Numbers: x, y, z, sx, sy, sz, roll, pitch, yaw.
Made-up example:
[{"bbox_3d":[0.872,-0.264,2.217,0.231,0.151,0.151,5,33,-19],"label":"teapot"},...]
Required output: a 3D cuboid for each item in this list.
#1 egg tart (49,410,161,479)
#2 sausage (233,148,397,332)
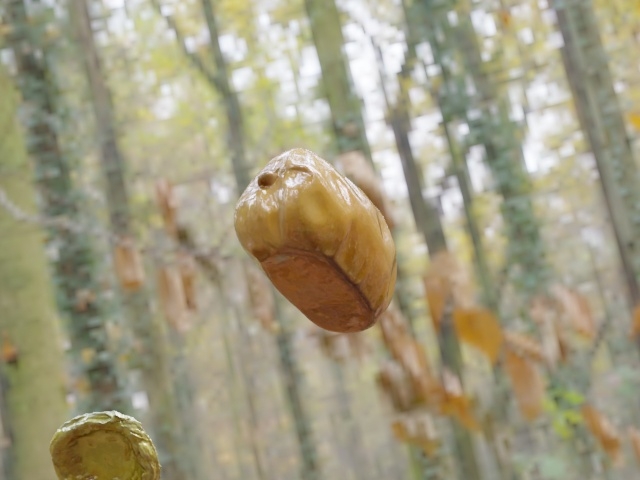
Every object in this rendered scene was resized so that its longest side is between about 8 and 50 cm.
[{"bbox_3d":[-0.188,0.189,1.693,0.105,0.105,0.039,-18,20,21],"label":"egg tart"},{"bbox_3d":[-0.001,0.000,1.969,0.120,0.136,0.241,-12,-31,24],"label":"sausage"}]
